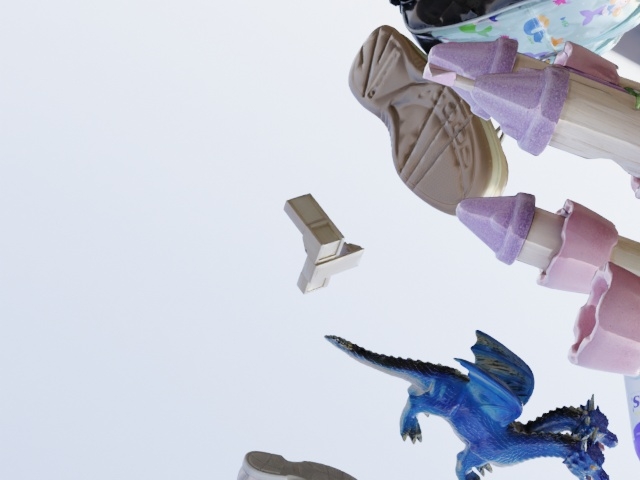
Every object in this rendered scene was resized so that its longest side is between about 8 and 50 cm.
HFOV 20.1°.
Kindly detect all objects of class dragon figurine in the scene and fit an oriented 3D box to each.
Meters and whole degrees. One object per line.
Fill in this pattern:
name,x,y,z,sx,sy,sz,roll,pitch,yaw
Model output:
dragon figurine,0.151,0.145,1.726,0.289,0.144,0.085,43,-152,2

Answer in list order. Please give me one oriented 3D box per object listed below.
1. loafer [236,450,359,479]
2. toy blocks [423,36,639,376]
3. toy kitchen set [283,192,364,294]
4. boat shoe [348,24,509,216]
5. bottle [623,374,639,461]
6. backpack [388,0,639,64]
loafer,-0.018,0.231,1.696,0.125,0.039,0.045,17,-150,-12
toy blocks,0.193,-0.095,1.165,0.260,0.309,0.288,20,-169,-2
toy kitchen set,0.000,0.000,2.007,0.068,0.083,0.075,-18,-124,-32
boat shoe,0.116,-0.109,1.681,0.089,0.104,0.285,24,-156,-32
bottle,0.386,0.197,1.905,0.092,0.118,0.283,16,-117,-49
backpack,0.213,-0.279,1.775,0.191,0.253,0.225,39,-141,-46
